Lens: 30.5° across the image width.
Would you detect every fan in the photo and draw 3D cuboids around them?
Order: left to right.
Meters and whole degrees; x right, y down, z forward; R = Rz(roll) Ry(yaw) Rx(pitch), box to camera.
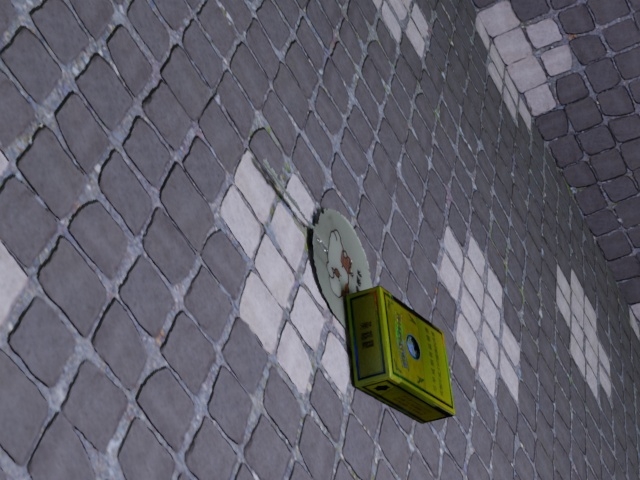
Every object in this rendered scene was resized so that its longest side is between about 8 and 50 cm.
[{"bbox_3d":[-0.001,0.000,1.645,0.329,0.009,0.190,52,32,-38],"label":"fan"}]

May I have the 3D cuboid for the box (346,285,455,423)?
[{"bbox_3d":[0.117,0.168,1.697,0.220,0.064,0.140,35,43,-50],"label":"box"}]
